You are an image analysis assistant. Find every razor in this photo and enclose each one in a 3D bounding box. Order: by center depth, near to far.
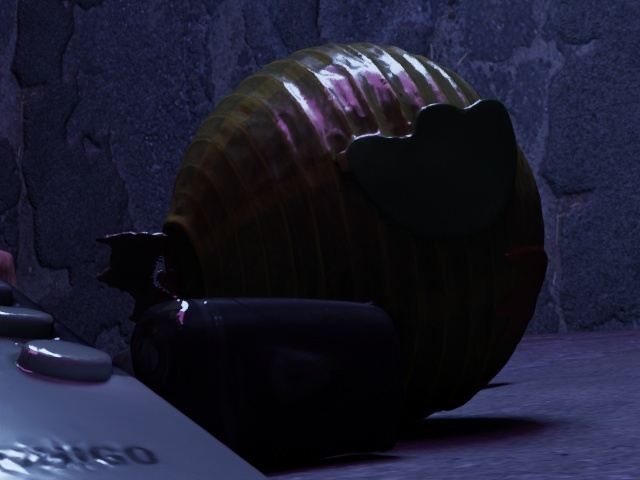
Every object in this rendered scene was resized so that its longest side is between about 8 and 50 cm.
[{"bbox_3d":[-0.026,0.073,0.919,0.148,0.090,0.054,-1,-5,-35],"label":"razor"}]

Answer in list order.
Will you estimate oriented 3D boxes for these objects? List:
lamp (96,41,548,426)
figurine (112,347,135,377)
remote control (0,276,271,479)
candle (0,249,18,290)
[{"bbox_3d":[0.000,0.000,1.106,0.284,0.250,0.250,-9,0,-23],"label":"lamp"},{"bbox_3d":[-0.143,0.122,1.611,0.072,0.054,0.129,-10,-7,37],"label":"figurine"},{"bbox_3d":[-0.134,0.029,0.463,0.140,0.056,0.296,3,19,-44],"label":"remote control"},{"bbox_3d":[-0.328,0.070,1.082,0.287,0.131,0.317,-12,1,9],"label":"candle"}]
